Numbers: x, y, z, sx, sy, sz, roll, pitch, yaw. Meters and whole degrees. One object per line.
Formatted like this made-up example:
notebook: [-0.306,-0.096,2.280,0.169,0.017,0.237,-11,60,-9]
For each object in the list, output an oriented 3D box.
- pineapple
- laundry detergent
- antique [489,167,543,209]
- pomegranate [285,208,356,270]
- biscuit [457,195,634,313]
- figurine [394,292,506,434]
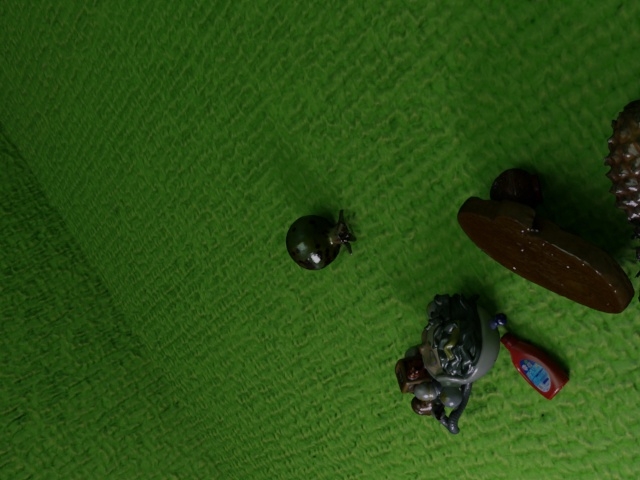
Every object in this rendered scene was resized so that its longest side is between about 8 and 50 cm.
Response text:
pineapple: [0.562,-0.059,1.357,0.175,0.175,0.361,15,122,40]
laundry detergent: [0.458,0.268,1.761,0.165,0.049,0.097,45,142,21]
antique: [0.380,-0.092,1.580,0.104,0.104,0.104,25,129,35]
pomegranate: [0.000,-0.002,2.017,0.169,0.148,0.148,-18,102,12]
biscuit: [0.411,0.011,1.515,0.367,0.063,0.314,29,168,44]
figurine: [0.282,0.265,1.841,0.381,0.186,0.261,112,144,-50]
